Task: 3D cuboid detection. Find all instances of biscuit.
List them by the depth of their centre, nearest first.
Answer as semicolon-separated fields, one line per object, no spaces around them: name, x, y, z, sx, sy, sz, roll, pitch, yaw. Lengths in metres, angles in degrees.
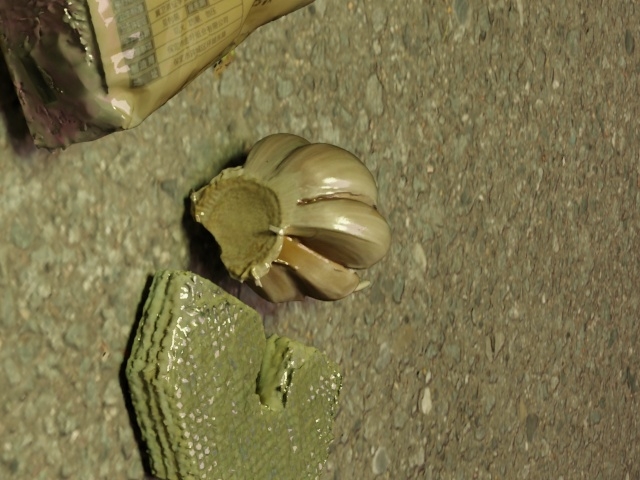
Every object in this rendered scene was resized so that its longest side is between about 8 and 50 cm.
biscuit;-0.062;0.125;1.018;0.250;0.046;0.147;39;61;-53

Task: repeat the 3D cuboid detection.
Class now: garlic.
garlic;0.000;0.000;1.024;0.127;0.131;0.194;-50;140;-2

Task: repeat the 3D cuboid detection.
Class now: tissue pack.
tissue pack;-0.103;-0.202;0.845;0.256;0.123;0.215;-47;131;-48
